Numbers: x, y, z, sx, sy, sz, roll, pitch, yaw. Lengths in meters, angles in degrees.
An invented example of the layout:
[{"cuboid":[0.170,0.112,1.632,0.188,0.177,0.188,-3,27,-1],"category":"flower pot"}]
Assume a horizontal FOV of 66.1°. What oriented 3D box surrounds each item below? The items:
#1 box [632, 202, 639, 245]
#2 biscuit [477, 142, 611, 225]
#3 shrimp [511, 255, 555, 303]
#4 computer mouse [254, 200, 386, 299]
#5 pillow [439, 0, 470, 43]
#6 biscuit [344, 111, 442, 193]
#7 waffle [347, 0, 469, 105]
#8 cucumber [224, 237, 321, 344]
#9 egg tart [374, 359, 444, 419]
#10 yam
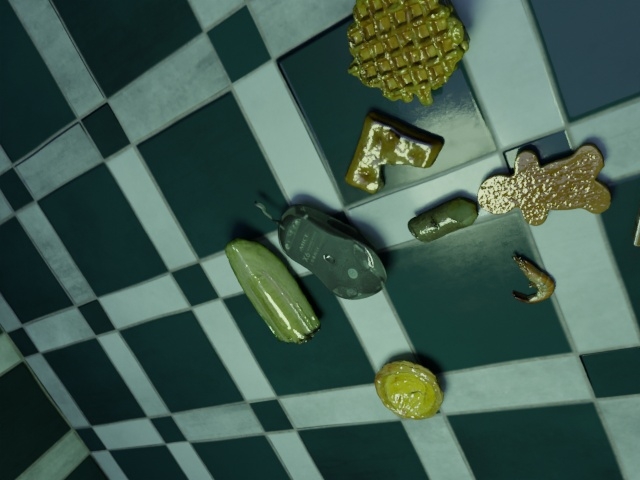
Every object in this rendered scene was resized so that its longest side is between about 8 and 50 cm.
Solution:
[{"cuboid":[0.620,-0.092,0.893,0.055,0.039,0.218,9,117,22],"category":"box"},{"cuboid":[0.434,-0.106,0.973,0.240,0.035,0.158,-6,109,26],"category":"biscuit"},{"cuboid":[0.445,0.086,1.068,0.127,0.025,0.091,48,125,-7],"category":"shrimp"},{"cuboid":[0.000,0.000,1.192,0.379,0.090,0.167,35,123,12],"category":"computer mouse"},{"cuboid":[0.185,-0.429,0.915,0.119,0.053,0.208,-21,104,40],"category":"pillow"},{"cuboid":[0.149,-0.170,1.070,0.174,0.039,0.183,28,123,7],"category":"biscuit"},{"cuboid":[0.149,-0.368,0.906,0.238,0.058,0.243,41,148,16],"category":"waffle"},{"cuboid":[-0.131,0.122,1.303,0.325,0.105,0.145,55,149,-8],"category":"cucumber"},{"cuboid":[0.231,0.379,1.277,0.191,0.074,0.191,11,119,20],"category":"egg tart"},{"cuboid":[0.265,-0.045,1.059,0.146,0.070,0.070,-25,102,33],"category":"yam"}]
